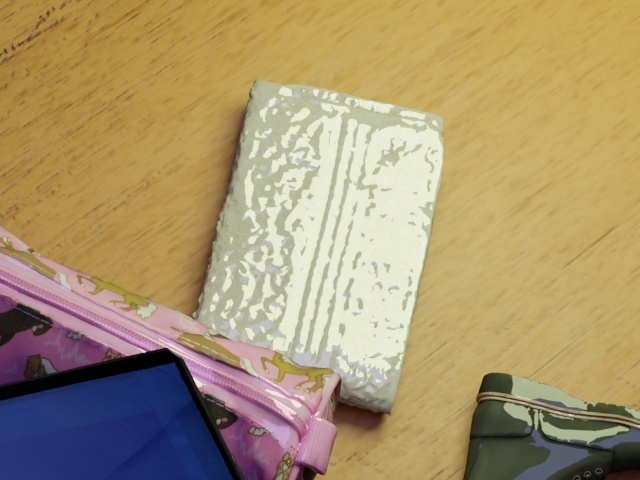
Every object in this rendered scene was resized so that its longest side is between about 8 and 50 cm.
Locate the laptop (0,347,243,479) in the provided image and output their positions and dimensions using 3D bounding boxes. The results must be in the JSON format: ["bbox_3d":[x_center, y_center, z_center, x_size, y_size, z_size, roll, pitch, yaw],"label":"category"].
[{"bbox_3d":[-0.174,0.244,1.491,0.234,0.136,0.264,-14,59,27],"label":"laptop"}]

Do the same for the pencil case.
[{"bbox_3d":[-0.169,0.101,1.586,0.386,0.167,0.160,26,104,4],"label":"pencil case"}]

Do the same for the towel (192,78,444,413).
[{"bbox_3d":[0.000,0.000,1.720,0.187,0.049,0.282,13,67,2],"label":"towel"}]

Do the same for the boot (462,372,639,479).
[{"bbox_3d":[0.211,0.202,1.645,0.197,0.077,0.137,14,70,15],"label":"boot"}]
